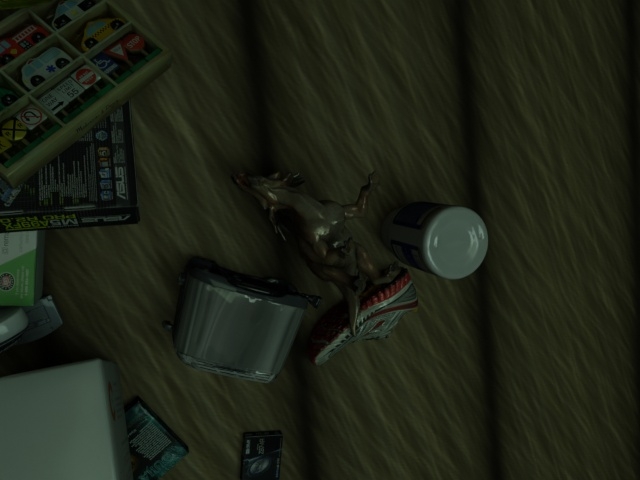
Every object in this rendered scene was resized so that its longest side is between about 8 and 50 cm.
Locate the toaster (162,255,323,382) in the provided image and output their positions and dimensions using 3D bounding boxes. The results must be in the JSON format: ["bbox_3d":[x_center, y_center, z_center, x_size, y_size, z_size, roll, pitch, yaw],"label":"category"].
[{"bbox_3d":[-0.122,0.125,0.874,0.227,0.129,0.146,17,95,-21],"label":"toaster"}]

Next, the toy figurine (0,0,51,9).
[{"bbox_3d":[-0.489,-0.372,0.642,0.362,0.191,0.217,-7,76,12],"label":"toy figurine"}]

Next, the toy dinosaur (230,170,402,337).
[{"bbox_3d":[0.000,0.000,0.881,0.127,0.200,0.296,-43,124,-37],"label":"toy dinosaur"}]

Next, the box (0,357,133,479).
[{"bbox_3d":[-0.333,0.342,0.731,0.168,0.215,0.345,-9,78,-16],"label":"box"}]

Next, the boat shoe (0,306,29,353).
[{"bbox_3d":[-0.517,0.198,0.763,0.301,0.108,0.102,-32,109,-7],"label":"boat shoe"}]

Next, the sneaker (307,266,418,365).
[{"bbox_3d":[0.077,0.143,0.960,0.225,0.088,0.093,-34,109,-10],"label":"sneaker"}]

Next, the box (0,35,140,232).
[{"bbox_3d":[-0.357,-0.148,0.736,0.216,0.060,0.270,-6,71,-17],"label":"box"}]

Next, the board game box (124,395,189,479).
[{"bbox_3d":[-0.319,0.353,0.890,0.186,0.026,0.126,-40,108,-10],"label":"board game box"}]

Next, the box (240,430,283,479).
[{"bbox_3d":[-0.101,0.369,0.968,0.067,0.018,0.083,4,96,-19],"label":"box"}]

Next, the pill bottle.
[{"bbox_3d":[0.174,-0.007,0.919,0.112,0.186,0.112,-2,98,-18],"label":"pill bottle"}]

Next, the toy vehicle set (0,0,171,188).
[{"bbox_3d":[-0.340,-0.208,0.710,0.166,0.035,0.267,39,64,2],"label":"toy vehicle set"}]

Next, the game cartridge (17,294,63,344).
[{"bbox_3d":[-0.427,0.120,0.831,0.083,0.017,0.056,-21,99,-14],"label":"game cartridge"}]

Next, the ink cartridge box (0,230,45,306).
[{"bbox_3d":[-0.491,0.002,0.753,0.219,0.092,0.160,3,95,-19],"label":"ink cartridge box"}]
